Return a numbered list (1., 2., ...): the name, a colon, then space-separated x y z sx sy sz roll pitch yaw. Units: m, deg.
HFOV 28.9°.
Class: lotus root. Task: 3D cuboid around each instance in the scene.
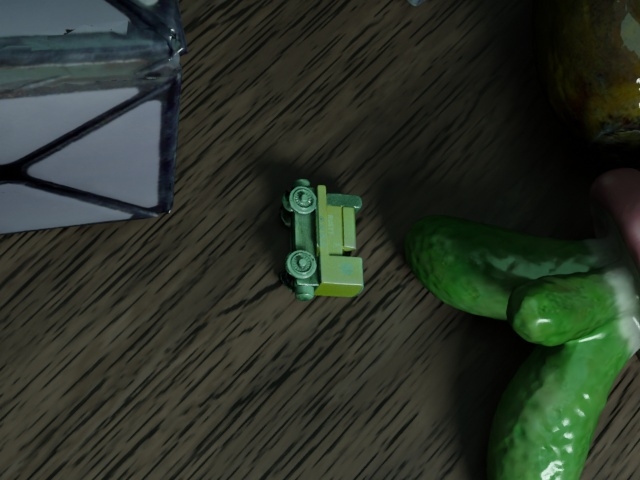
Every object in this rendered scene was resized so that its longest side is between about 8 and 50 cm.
1. lotus root: 0.322 -0.234 1.207 0.250 0.250 0.346 14 67 -3

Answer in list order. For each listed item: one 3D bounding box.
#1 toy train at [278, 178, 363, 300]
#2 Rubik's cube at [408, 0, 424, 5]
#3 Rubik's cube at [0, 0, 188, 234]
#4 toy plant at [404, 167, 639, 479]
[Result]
1. toy train: 0.000 0.000 1.171 0.081 0.050 0.122 4 67 -12
2. Rubik's cube: 0.120 -0.406 1.265 0.205 0.205 0.207 -39 78 -20
3. Rubik's cube: -0.290 -0.191 1.061 0.310 0.305 0.307 -9 70 -12
4. toy plant: 0.280 0.068 1.108 0.356 0.210 0.317 -19 74 -2
